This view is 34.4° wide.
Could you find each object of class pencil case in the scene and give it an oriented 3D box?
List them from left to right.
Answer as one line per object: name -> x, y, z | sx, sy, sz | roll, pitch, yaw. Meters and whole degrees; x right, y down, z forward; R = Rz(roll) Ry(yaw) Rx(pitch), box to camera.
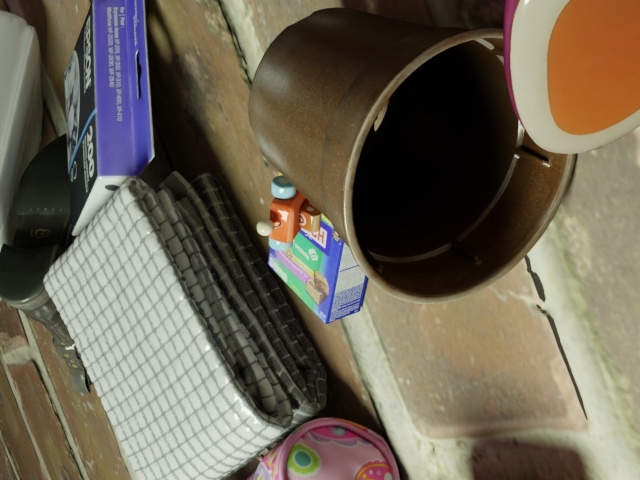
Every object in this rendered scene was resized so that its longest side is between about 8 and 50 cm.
pencil case -> -0.029, 0.269, 0.991 | 0.124, 0.124, 0.284 | 59, 145, 16

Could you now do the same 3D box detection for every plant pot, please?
plant pot -> 0.045, -0.069, 0.656 | 0.165, 0.167, 0.167 | 37, 137, 52

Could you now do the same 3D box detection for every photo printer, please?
photo printer -> -0.405, -0.077, 1.223 | 0.256, 0.107, 0.308 | 114, 161, -59

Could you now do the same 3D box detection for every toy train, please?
toy train -> 0.000, -0.077, 0.763 | 0.046, 0.125, 0.166 | 15, 122, 15

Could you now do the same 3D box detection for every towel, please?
towel -> -0.137, 0.095, 1.023 | 0.235, 0.121, 0.284 | -41, 74, 45

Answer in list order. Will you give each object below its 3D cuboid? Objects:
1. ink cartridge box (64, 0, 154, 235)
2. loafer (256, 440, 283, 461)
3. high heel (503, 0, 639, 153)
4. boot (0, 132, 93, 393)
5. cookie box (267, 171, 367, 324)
ink cartridge box -> -0.220, -0.133, 1.053 | 0.208, 0.045, 0.206 | 138, 130, -56
loafer -> -0.072, 0.206, 1.099 | 0.125, 0.039, 0.045 | 55, 145, 22
high heel -> 0.149, -0.222, 0.486 | 0.377, 0.127, 0.181 | 101, 165, -47
boot -> -0.280, 0.024, 1.224 | 0.091, 0.263, 0.229 | 9, 154, 19
cookie box -> 0.000, 0.000, 0.865 | 0.092, 0.040, 0.107 | 44, 140, 35
